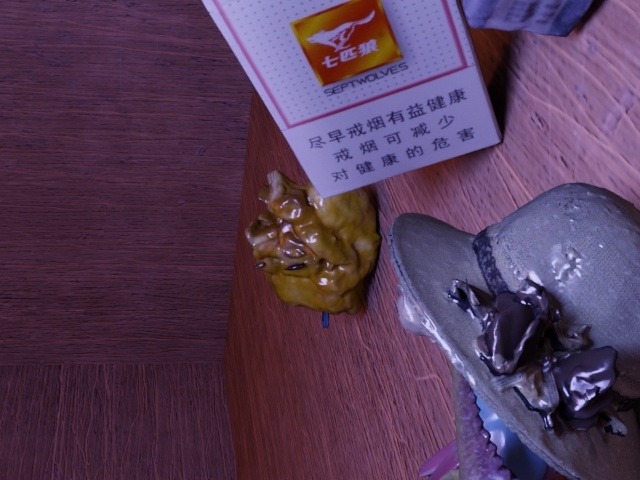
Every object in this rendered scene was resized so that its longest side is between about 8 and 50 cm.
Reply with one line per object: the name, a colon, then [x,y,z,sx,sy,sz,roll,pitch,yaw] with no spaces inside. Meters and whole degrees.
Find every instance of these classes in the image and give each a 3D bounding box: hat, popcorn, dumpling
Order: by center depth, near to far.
hat: [0.181,0.035,0.616,0.130,0.257,0.257,-47,32,22]
dumpling: [0.118,0.092,1.118,0.052,0.076,0.057,-67,12,-16]
popcorn: [-0.001,-0.004,1.379,0.253,0.190,0.191,51,-147,-39]

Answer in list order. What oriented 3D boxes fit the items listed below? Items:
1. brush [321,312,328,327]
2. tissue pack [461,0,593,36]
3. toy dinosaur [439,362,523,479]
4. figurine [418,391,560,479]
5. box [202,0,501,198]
brush: [0.011,0.087,1.692,0.051,0.014,0.164,-143,55,-76]
tissue pack: [0.199,-0.386,0.654,0.394,0.124,0.288,115,153,-62]
toy dinosaur: [0.141,0.182,0.685,0.251,0.072,0.200,54,138,16]
figurine: [0.158,0.231,0.818,0.260,0.103,0.205,111,157,-52]
box: [0.036,-0.195,0.854,0.330,0.210,0.095,56,-159,-50]
